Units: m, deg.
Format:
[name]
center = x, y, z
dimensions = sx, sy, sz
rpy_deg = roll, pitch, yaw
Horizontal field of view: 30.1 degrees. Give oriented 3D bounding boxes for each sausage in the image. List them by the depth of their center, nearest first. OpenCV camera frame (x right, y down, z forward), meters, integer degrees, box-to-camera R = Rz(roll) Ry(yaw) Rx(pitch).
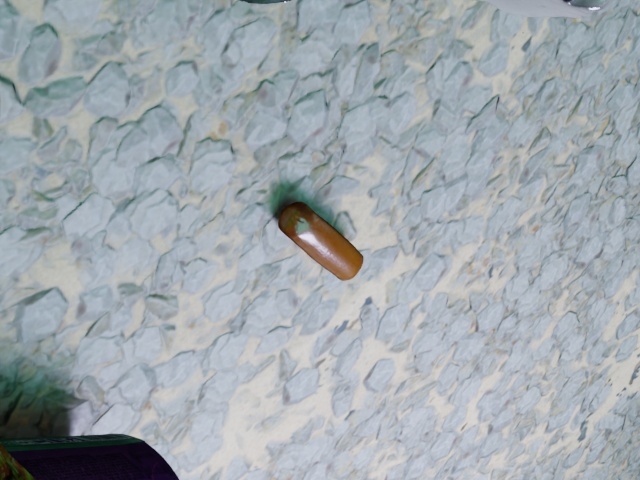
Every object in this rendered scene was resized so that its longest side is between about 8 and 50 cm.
[sausage]
center = 0.000, 0.000, 1.202
dimensions = 0.039, 0.041, 0.131
rpy_deg = -46, 142, 2

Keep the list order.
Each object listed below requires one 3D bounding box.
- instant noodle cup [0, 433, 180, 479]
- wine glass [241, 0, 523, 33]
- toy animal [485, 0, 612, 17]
[instant noodle cup]
center = -0.240, 0.277, 1.049
dimensions = 0.190, 0.251, 0.251
rpy_deg = -1, 121, -55
[wine glass]
center = 0.021, -0.308, 0.812
dimensions = 0.309, 0.264, 0.096
rpy_deg = 80, 31, -44
[toy animal]
center = 0.159, -0.291, 1.009
dimensions = 0.208, 0.204, 0.156
rpy_deg = 22, 89, -32
